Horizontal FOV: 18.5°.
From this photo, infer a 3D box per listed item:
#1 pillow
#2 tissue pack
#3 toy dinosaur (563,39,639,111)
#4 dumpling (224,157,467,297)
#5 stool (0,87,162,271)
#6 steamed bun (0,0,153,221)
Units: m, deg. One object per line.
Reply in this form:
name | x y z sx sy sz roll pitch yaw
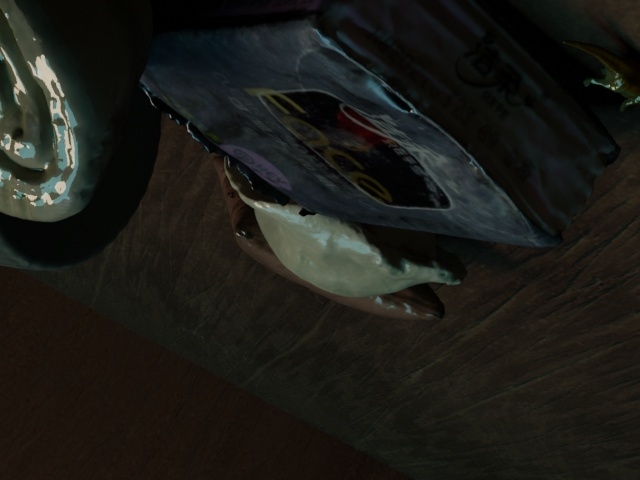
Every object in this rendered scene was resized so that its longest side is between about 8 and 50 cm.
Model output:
pillow | 0.000 0.000 1.926 0.223 0.084 0.236 26 -171 -18
tissue pack | 0.017 -0.113 1.437 0.259 0.122 0.361 38 166 -28
toy dinosaur | 0.192 -0.110 1.286 0.113 0.026 0.041 24 164 -30
dumpling | 0.022 -0.022 1.750 0.250 0.132 0.162 32 -158 -6
stool | -0.347 -0.125 1.804 0.330 0.297 0.297 13 161 34
steamed bun | -0.246 -0.192 1.421 0.324 0.219 0.309 4 125 43
